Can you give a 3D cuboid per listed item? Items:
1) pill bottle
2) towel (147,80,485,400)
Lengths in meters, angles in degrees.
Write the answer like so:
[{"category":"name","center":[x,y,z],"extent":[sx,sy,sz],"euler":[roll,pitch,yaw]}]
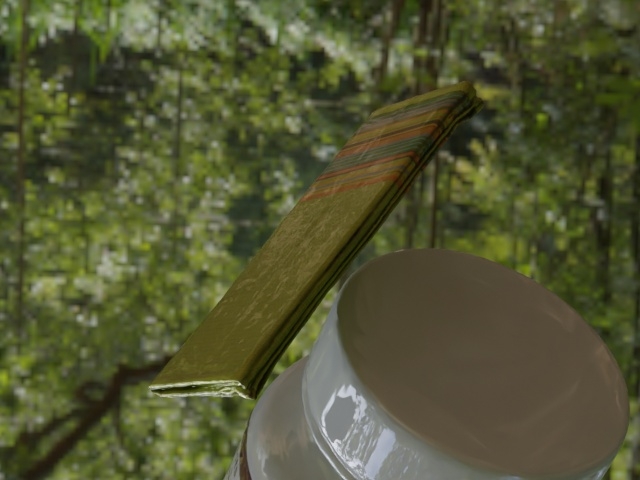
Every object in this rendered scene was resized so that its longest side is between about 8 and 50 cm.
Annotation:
[{"category":"pill bottle","center":[0.033,0.208,0.978],"extent":[0.224,0.392,0.224],"euler":[15,-142,-12]},{"category":"towel","center":[0.000,0.000,0.838],"extent":[0.237,0.021,0.102],"euler":[-51,-160,-28]}]
